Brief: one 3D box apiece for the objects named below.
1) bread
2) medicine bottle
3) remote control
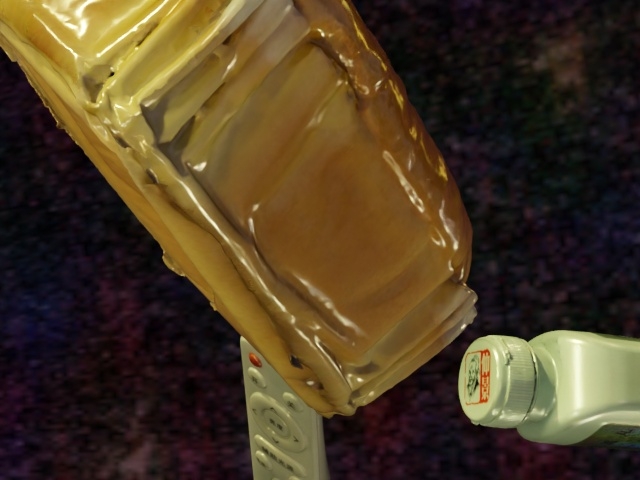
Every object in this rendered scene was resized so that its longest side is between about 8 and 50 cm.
[{"bbox_3d":[-0.028,-0.038,0.747,0.107,0.136,0.241,-44,142,-9],"label":"bread"},{"bbox_3d":[0.215,0.112,1.431,0.229,0.121,0.083,6,76,-24],"label":"medicine bottle"},{"bbox_3d":[-0.014,0.110,1.023,0.027,0.050,0.184,-44,151,-28],"label":"remote control"}]
